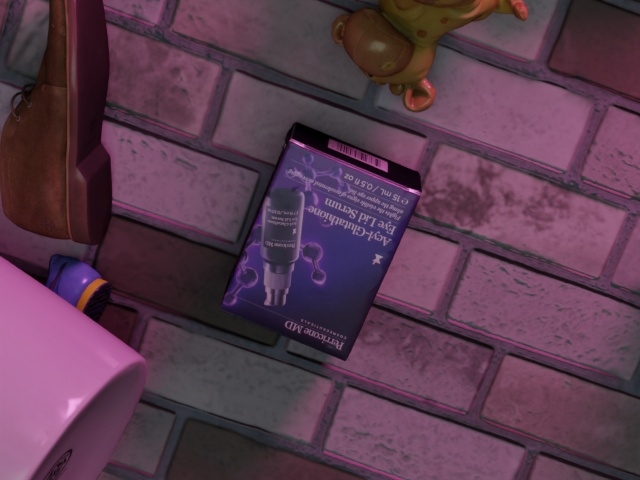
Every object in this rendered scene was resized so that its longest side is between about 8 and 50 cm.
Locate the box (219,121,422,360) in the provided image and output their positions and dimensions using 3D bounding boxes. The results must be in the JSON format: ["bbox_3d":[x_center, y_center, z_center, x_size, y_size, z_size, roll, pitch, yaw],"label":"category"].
[{"bbox_3d":[0.000,0.000,1.554,0.153,0.108,0.207,21,105,-4],"label":"box"}]

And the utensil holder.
[{"bbox_3d":[-0.415,0.141,1.457,0.385,0.327,0.328,31,105,8],"label":"utensil holder"}]

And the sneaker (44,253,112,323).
[{"bbox_3d":[-0.310,0.112,1.626,0.082,0.069,0.209,30,106,11],"label":"sneaker"}]

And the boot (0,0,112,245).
[{"bbox_3d":[-0.287,-0.147,1.536,0.115,0.112,0.305,8,108,12],"label":"boot"}]

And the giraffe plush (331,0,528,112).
[{"bbox_3d":[0.086,-0.233,1.477,0.210,0.181,0.170,16,124,-41],"label":"giraffe plush"}]
